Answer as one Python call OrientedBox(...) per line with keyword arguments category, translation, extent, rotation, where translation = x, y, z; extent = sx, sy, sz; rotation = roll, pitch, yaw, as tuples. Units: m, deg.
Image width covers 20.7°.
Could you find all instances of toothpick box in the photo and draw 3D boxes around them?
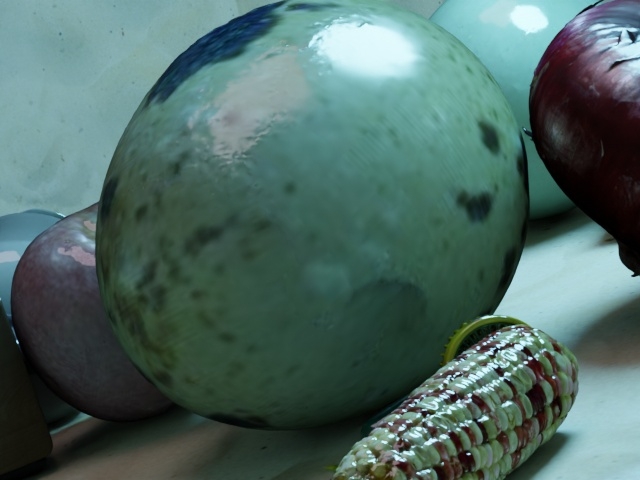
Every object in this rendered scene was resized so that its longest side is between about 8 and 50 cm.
OrientedBox(category="toothpick box", translation=(-0.336, 0.085, 1.900), extent=(0.229, 0.229, 0.316), rotation=(-19, 9, -3))

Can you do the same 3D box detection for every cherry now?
OrientedBox(category="cherry", translation=(-0.176, 0.074, 1.686), extent=(0.239, 0.239, 0.206), rotation=(-25, 29, -39))

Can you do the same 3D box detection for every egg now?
OrientedBox(category="egg", translation=(-0.010, -0.019, 1.466), extent=(0.345, 0.345, 0.428), rotation=(-11, 27, 43))
OrientedBox(category="egg", translation=(0.232, -0.164, 2.027), extent=(0.276, 0.276, 0.389), rotation=(-18, -16, -2))

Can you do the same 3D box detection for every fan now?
OrientedBox(category="fan", translation=(0.097, 0.114, 1.297), extent=(0.155, 0.082, 0.039), rotation=(-31, 6, -10))

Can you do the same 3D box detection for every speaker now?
OrientedBox(category="speaker", translation=(-0.390, 0.155, 1.649), extent=(0.231, 0.192, 0.153), rotation=(-21, 10, -12))

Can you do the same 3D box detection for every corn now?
OrientedBox(category="corn", translation=(0.091, 0.129, 1.157), extent=(0.086, 0.086, 0.253), rotation=(-12, 11, 37))

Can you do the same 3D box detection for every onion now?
OrientedBox(category="onion", translation=(0.313, -0.077, 1.477), extent=(0.314, 0.314, 0.232), rotation=(-30, -27, -54))
